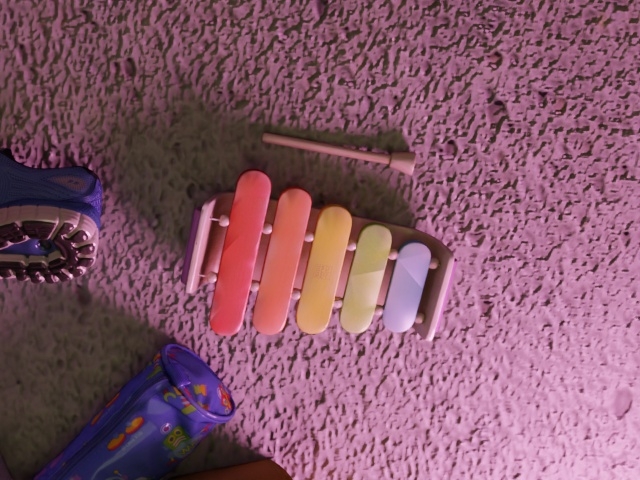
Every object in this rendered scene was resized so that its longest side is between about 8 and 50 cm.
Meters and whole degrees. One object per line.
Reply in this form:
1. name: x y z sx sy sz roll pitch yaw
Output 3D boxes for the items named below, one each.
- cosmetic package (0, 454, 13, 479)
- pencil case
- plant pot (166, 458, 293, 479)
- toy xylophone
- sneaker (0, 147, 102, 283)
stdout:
1. cosmetic package: -0.479 0.382 1.747 0.224 0.138 0.224 -20 108 4
2. pencil case: -0.248 0.261 1.725 0.306 0.133 0.119 -43 64 9
3. plant pot: -0.110 0.381 1.738 0.212 0.187 0.212 -11 108 1
4. toy xylophone: 0.000 0.000 1.680 0.323 0.081 0.236 4 107 -4
5. sneaker: -0.395 -0.021 1.642 0.330 0.147 0.129 -5 133 16
